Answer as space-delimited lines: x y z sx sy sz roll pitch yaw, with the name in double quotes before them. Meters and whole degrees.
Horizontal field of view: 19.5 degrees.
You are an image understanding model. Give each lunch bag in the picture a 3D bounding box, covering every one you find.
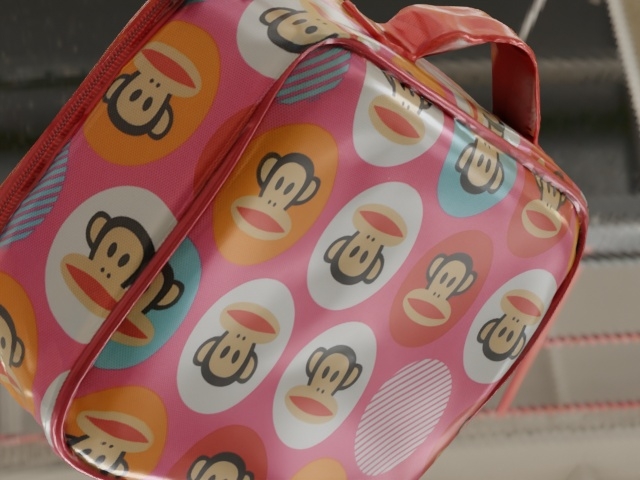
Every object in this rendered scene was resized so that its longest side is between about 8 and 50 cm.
"lunch bag" 0.000 0.000 0.852 0.120 0.293 0.258 40 -85 36
